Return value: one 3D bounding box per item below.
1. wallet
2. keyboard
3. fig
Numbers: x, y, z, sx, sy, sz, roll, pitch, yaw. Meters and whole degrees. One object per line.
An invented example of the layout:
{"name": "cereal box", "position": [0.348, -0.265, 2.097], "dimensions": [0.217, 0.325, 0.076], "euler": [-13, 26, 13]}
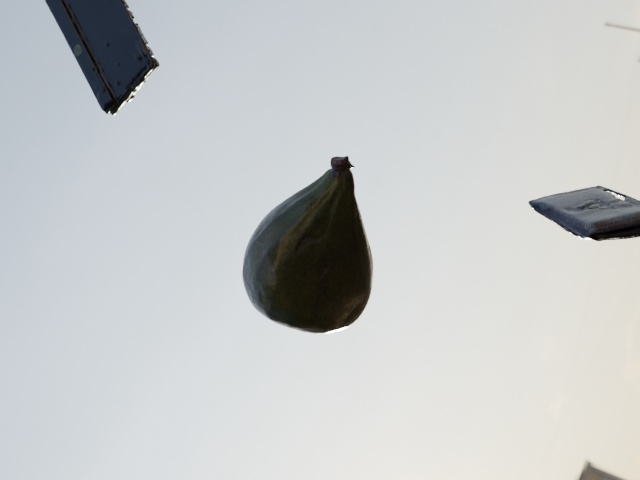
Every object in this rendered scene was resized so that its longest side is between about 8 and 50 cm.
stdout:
{"name": "wallet", "position": [0.353, -0.033, 1.315], "dimensions": [0.111, 0.166, 0.030], "euler": [-12, -72, -11]}
{"name": "keyboard", "position": [-0.191, -0.209, 0.786], "dimensions": [0.072, 0.231, 0.023], "euler": [-38, -14, 36]}
{"name": "fig", "position": [0.001, -0.002, 1.008], "dimensions": [0.126, 0.132, 0.185], "euler": [-63, -5, -78]}
